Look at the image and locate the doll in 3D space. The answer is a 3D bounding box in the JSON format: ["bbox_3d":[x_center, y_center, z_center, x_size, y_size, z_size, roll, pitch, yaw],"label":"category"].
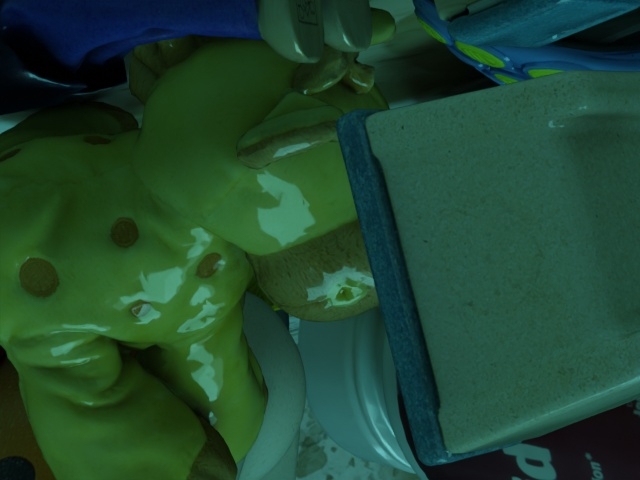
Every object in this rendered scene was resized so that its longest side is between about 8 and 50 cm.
[{"bbox_3d":[-0.087,-0.056,0.545,0.189,0.046,0.129,-10,-175,22],"label":"doll"}]

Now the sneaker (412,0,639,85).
[{"bbox_3d":[0.118,-0.084,0.641,0.188,0.078,0.067,-1,161,38],"label":"sneaker"}]

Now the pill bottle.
[{"bbox_3d":[0.182,0.080,1.213,0.224,0.224,0.392,-9,-170,-41],"label":"pill bottle"}]

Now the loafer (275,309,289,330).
[{"bbox_3d":[-0.149,0.074,1.398,0.267,0.084,0.096,-16,174,18],"label":"loafer"}]

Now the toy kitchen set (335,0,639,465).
[{"bbox_3d":[0.064,-0.035,0.507,0.122,0.166,0.207,-19,172,36],"label":"toy kitchen set"}]

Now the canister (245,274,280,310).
[{"bbox_3d":[0.000,0.000,1.134,0.126,0.073,0.170,-19,174,30],"label":"canister"}]

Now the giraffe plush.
[{"bbox_3d":[-0.041,-0.013,0.681,0.170,0.181,0.210,-27,135,18],"label":"giraffe plush"}]

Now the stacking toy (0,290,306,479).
[{"bbox_3d":[-0.264,0.165,1.008,0.479,0.351,0.350,10,176,7],"label":"stacking toy"}]
